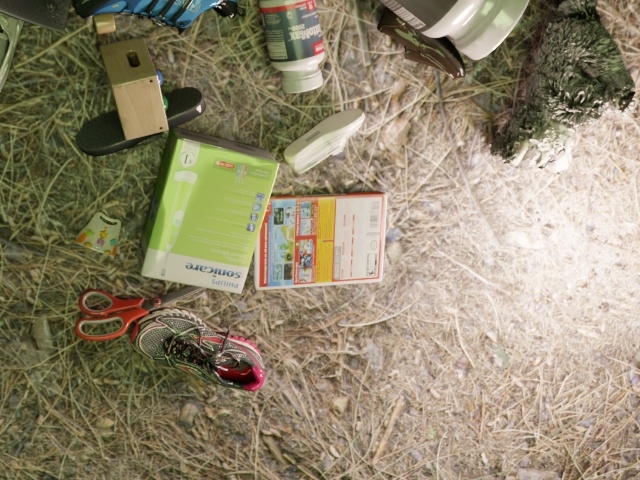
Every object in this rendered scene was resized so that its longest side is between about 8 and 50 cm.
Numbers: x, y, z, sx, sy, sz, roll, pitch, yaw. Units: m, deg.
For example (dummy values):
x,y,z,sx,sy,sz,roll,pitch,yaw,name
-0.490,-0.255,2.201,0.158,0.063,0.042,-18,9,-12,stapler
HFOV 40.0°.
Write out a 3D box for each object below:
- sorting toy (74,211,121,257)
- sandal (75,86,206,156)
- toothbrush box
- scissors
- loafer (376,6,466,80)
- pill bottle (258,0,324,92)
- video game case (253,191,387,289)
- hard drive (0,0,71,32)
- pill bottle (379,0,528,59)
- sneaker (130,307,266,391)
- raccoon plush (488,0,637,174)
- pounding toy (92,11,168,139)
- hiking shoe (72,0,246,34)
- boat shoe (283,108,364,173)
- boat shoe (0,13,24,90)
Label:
x,y,z,sx,sy,sz,roll,pitch,yaw,name
-0.432,-0.014,1.742,0.083,0.045,0.075,23,82,-22,sorting toy
-0.336,-0.213,1.671,0.255,0.097,0.054,-20,140,-8,sandal
-0.226,-0.059,1.736,0.206,0.122,0.283,11,104,-20,toothbrush box
-0.351,0.142,1.798,0.297,0.021,0.109,-4,65,-18,scissors
0.203,-0.395,1.777,0.220,0.080,0.078,38,118,-15,loafer
-0.050,-0.381,1.682,0.108,0.108,0.180,-16,113,-11,pill bottle
0.000,0.000,1.877,0.285,0.025,0.204,-3,110,-16,video game case
-0.536,-0.466,1.473,0.255,0.054,0.171,17,80,-44,hard drive
0.198,-0.511,1.628,0.363,0.210,0.210,33,97,-15,pill bottle
-0.249,0.231,1.838,0.299,0.112,0.120,18,103,-20,sneaker
0.449,-0.358,1.842,0.299,0.216,0.446,-24,85,7,raccoon plush
-0.344,-0.324,1.588,0.094,0.181,0.206,-15,139,-11,pounding toy
-0.290,-0.432,1.590,0.304,0.113,0.132,-17,112,-10,hiking shoe
0.016,-0.200,1.792,0.184,0.066,0.063,-36,129,-4,boat shoe
-0.567,-0.374,1.544,0.095,0.084,0.258,6,107,-18,boat shoe
